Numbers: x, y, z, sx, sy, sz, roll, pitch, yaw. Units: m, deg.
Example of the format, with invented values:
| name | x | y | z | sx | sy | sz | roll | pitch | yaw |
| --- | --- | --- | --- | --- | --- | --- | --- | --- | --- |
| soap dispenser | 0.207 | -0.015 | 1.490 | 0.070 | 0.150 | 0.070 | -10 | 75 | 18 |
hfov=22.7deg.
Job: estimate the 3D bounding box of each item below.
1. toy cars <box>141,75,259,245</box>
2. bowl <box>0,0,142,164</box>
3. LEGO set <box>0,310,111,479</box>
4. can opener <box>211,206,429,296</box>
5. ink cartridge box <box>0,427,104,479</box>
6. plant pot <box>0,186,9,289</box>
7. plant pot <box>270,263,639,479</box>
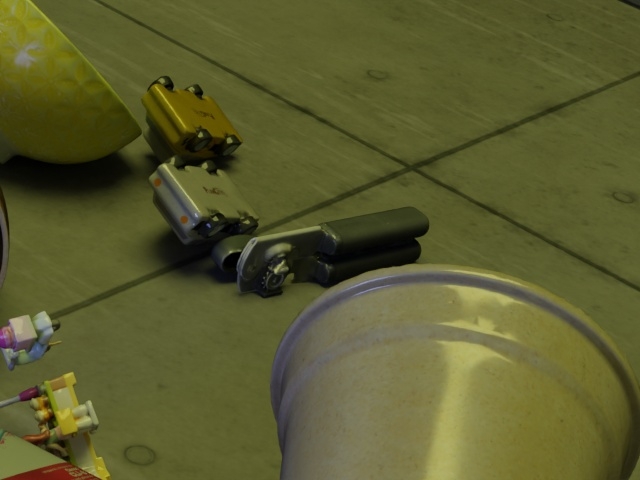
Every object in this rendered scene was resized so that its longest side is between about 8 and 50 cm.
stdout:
| name | x | y | z | sx | sy | sz | roll | pitch | yaw |
| --- | --- | --- | --- | --- | --- | --- | --- | --- | --- |
| toy cars | -0.166 | -0.087 | 1.965 | 0.176 | 0.087 | 0.393 | 42 | 16 | -27 |
| bowl | -0.373 | -0.187 | 1.957 | 0.156 | 0.289 | 0.289 | -43 | 49 | -6 |
| LEGO set | -0.235 | 0.211 | 1.396 | 0.107 | 0.132 | 0.287 | -18 | 62 | -19 |
| can opener | 0.000 | 0.000 | 1.904 | 0.283 | 0.076 | 0.095 | -12 | 38 | -40 |
| ink cartridge box | -0.293 | 0.221 | 1.288 | 0.176 | 0.128 | 0.127 | 24 | 8 | 18 |
| plant pot | -0.426 | -0.031 | 1.650 | 0.237 | 0.237 | 0.254 | 10 | 15 | -7 |
| plant pot | 0.088 | 0.242 | 1.303 | 0.334 | 0.333 | 0.305 | 15 | 40 | 3 |
